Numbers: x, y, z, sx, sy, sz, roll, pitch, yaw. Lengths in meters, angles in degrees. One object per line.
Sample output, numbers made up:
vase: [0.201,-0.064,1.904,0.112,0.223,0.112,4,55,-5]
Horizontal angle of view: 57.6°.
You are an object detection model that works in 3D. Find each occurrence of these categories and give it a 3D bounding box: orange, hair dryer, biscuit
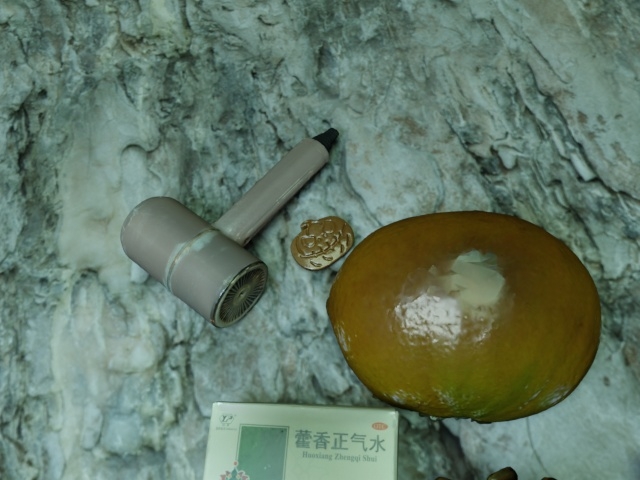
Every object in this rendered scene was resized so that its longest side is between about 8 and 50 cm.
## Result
orange: [0.183,0.085,0.718,0.310,0.274,0.274,20,66,-19]
hair dryer: [-0.096,-0.057,0.824,0.189,0.107,0.344,33,64,21]
biscuit: [0.000,0.000,0.817,0.091,0.015,0.078,-38,67,-11]

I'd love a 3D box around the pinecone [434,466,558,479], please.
pinecone: [0.194,0.329,0.545,0.229,0.201,0.203,-17,106,-27]

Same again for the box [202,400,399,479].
box: [-0.019,0.272,0.653,0.212,0.095,0.168,1,63,7]
